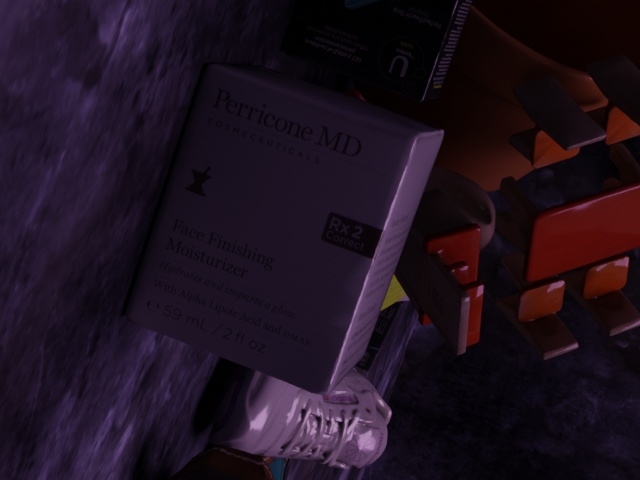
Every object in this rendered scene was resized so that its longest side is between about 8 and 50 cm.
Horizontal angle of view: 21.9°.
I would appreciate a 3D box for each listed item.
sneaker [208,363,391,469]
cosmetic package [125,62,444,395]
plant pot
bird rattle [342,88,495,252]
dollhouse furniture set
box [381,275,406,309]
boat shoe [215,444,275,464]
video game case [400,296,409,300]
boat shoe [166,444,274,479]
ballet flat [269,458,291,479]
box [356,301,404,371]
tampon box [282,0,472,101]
[{"bbox_3d":[-0.008,0.164,1.628,0.114,0.152,0.305,-60,167,12],"label":"sneaker"},{"bbox_3d":[-0.021,-0.014,1.140,0.151,0.151,0.183,-30,139,-77],"label":"cosmetic package"},{"bbox_3d":[0.165,-0.186,1.633,0.203,0.291,0.291,-55,-178,36],"label":"plant pot"},{"bbox_3d":[0.066,-0.038,1.568,0.253,0.207,0.143,115,-17,-53],"label":"bird rattle"},{"bbox_3d":[0.203,0.002,1.481,0.135,0.259,0.262,-126,-153,-43],"label":"dollhouse furniture set"},{"bbox_3d":[0.084,-0.003,1.825,0.109,0.042,0.178,-29,145,-34],"label":"box"},{"bbox_3d":[-0.072,0.217,1.704,0.178,0.064,0.060,-48,155,-76],"label":"boat shoe"},{"bbox_3d":[0.097,-0.028,1.907,0.210,0.042,0.232,-2,126,-56],"label":"video game case"},{"bbox_3d":[-0.104,0.258,1.452,0.324,0.122,0.120,114,-3,-52],"label":"boat shoe"},{"bbox_3d":[-0.060,0.229,1.851,0.074,0.074,0.203,92,14,-67],"label":"ballet flat"},{"bbox_3d":[0.077,0.064,2.231,0.180,0.077,0.147,112,3,-54],"label":"box"},{"bbox_3d":[0.058,-0.204,1.309,0.101,0.120,0.161,-29,139,-77],"label":"tampon box"}]
